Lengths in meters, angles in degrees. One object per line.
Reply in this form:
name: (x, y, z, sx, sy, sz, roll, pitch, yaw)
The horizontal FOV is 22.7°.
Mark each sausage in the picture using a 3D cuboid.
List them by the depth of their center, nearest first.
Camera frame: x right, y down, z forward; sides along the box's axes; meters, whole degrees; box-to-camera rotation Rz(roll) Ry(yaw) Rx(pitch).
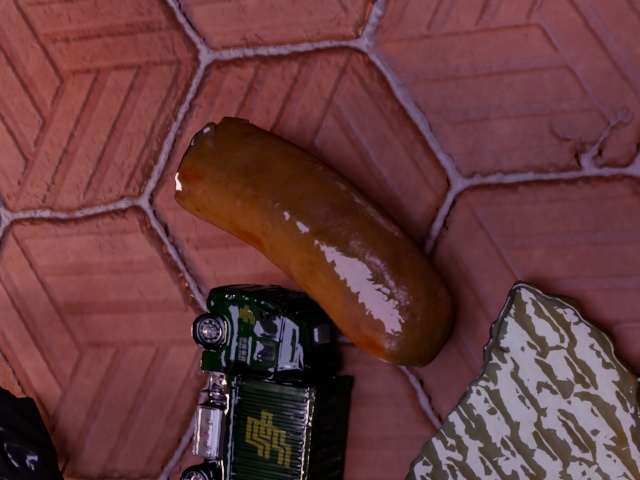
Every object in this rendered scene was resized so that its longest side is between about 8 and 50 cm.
sausage: (0.001, -0.001, 1.309, 0.270, 0.109, 0.109, 40, 107, 18)

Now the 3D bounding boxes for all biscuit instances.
biscuit: (0.170, 0.186, 1.273, 0.187, 0.036, 0.273, 36, 105, 19)

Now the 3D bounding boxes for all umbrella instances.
umbrella: (-0.273, 0.203, 1.441, 0.118, 0.118, 0.340, -37, 73, 21)

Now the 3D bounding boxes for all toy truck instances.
toy truck: (-0.047, 0.169, 1.342, 0.121, 0.088, 0.259, 7, 96, 25)
